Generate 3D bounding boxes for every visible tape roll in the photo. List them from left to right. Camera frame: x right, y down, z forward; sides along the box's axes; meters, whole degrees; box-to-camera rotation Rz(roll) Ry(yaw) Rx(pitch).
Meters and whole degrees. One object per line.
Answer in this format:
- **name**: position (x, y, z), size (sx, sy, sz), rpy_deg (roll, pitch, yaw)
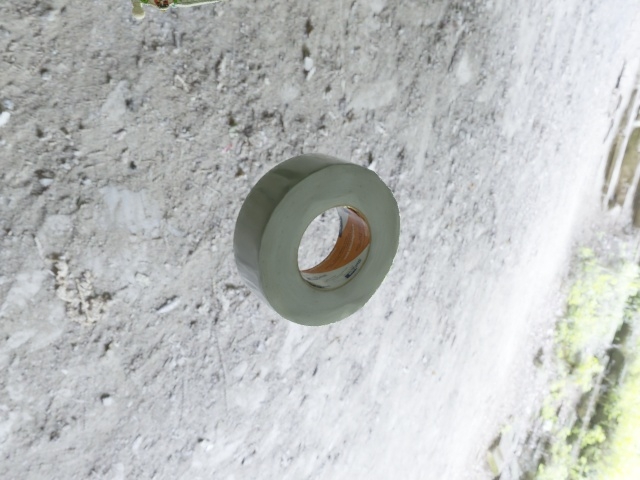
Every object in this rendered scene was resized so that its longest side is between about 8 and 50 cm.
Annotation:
- **tape roll**: position (0.000, 0.000, 0.692), size (0.219, 0.072, 0.219), rpy_deg (-14, 116, -30)

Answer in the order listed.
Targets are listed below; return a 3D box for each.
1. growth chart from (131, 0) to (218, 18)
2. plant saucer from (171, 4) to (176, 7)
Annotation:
- **growth chart**: position (-0.155, -0.377, 0.728), size (0.237, 0.172, 0.021), rpy_deg (-17, 151, -15)
- **plant saucer**: position (-0.205, -0.423, 0.835), size (0.021, 0.119, 0.119), rpy_deg (41, 65, -14)
